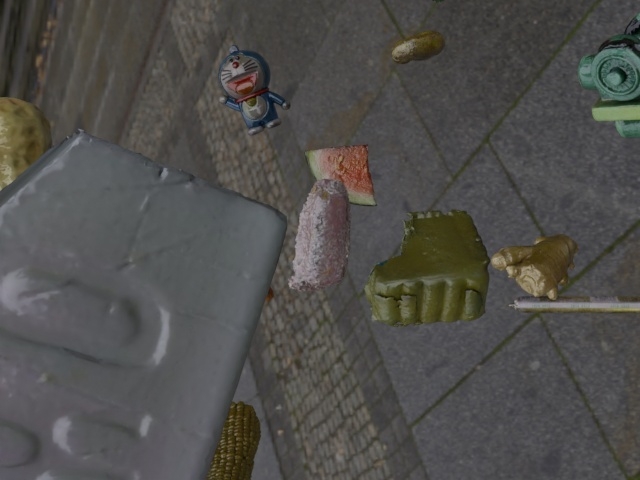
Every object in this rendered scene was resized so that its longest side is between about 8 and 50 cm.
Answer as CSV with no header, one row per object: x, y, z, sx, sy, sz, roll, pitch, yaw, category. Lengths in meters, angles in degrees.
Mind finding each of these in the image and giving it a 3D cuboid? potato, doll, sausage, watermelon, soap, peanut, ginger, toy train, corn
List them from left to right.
-0.408,-0.064,1.017,0.305,0.147,0.147,61,140,18,peanut
-0.270,0.115,0.852,0.213,0.350,0.435,-3,65,65,soap
-0.168,0.412,1.385,0.320,0.097,0.097,-84,13,-61,corn
-0.120,-0.257,1.268,0.085,0.114,0.152,-81,-28,-74,doll
0.058,-0.136,1.663,0.137,0.193,0.145,-12,87,40,watermelon
0.157,-0.311,1.210,0.046,0.092,0.045,-112,8,-77,potato
0.419,0.044,1.397,0.115,0.205,0.081,39,135,47,ginger
0.483,0.118,1.375,0.033,0.269,0.032,0,-90,-82,sausage
0.548,-0.208,1.043,0.369,0.150,0.237,7,134,47,toy train

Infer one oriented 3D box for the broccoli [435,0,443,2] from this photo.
0.200,-0.413,0.868,0.297,0.297,0.297,-21,61,44,broccoli

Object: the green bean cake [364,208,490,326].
0.246,0.078,1.821,0.310,0.285,0.202,-90,-3,-53,green bean cake

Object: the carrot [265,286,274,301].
-0.165,0.056,1.655,0.190,0.037,0.037,55,146,-5,carrot

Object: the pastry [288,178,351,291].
0.005,0.009,1.550,0.112,0.103,0.265,-129,44,-52,pastry
